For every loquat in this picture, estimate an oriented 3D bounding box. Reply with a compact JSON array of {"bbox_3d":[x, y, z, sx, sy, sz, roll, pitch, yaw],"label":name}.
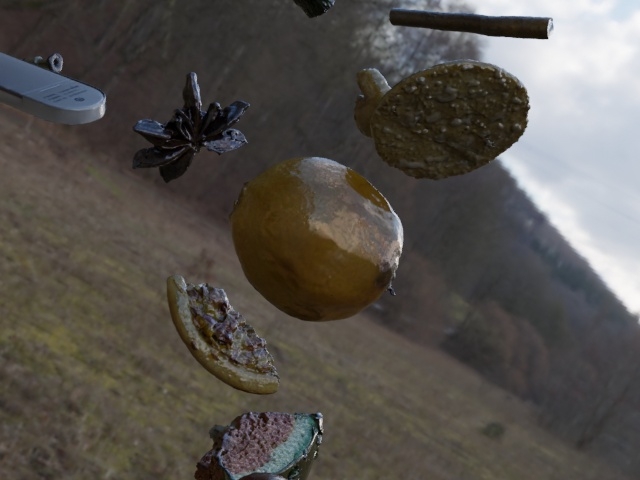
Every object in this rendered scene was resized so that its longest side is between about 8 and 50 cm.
[{"bbox_3d":[0.000,0.000,1.188,0.234,0.187,0.176,34,12,-9],"label":"loquat"}]

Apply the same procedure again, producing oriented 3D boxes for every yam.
[{"bbox_3d":[0.281,-0.412,1.832,0.326,0.045,0.045,12,-24,30],"label":"yam"}]

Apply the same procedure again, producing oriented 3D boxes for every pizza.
[{"bbox_3d":[-0.153,0.149,1.506,0.246,0.058,0.127,57,37,-2],"label":"pizza"}]

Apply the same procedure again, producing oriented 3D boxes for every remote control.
[{"bbox_3d":[-0.337,-0.174,1.046,0.245,0.022,0.077,22,34,22],"label":"remote control"}]

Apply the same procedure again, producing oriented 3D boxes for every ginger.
[{"bbox_3d":[0.144,-0.178,1.494,0.299,0.065,0.118,37,-38,47],"label":"ginger"}]

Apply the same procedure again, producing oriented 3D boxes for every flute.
[{"bbox_3d":[-0.433,-0.222,1.238,0.233,0.027,0.027,1,-13,22],"label":"flute"}]

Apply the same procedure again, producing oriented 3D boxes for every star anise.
[{"bbox_3d":[-0.285,-0.231,2.083,0.129,0.282,0.212,50,-6,29],"label":"star anise"}]

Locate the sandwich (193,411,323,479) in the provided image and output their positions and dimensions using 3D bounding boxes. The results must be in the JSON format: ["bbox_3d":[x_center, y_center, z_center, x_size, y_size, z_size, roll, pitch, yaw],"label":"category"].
[{"bbox_3d":[-0.120,0.409,1.773,0.212,0.109,0.292,9,20,8],"label":"sandwich"}]

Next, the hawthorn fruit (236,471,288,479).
[{"bbox_3d":[-0.080,0.474,1.399,0.258,0.258,0.262,25,-43,67],"label":"hawthorn fruit"}]

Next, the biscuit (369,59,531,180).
[{"bbox_3d":[0.173,-0.158,1.296,0.220,0.220,0.033,31,37,-38],"label":"biscuit"}]

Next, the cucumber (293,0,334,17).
[{"bbox_3d":[-0.074,-0.463,1.525,0.067,0.067,0.293,28,-9,44],"label":"cucumber"}]
